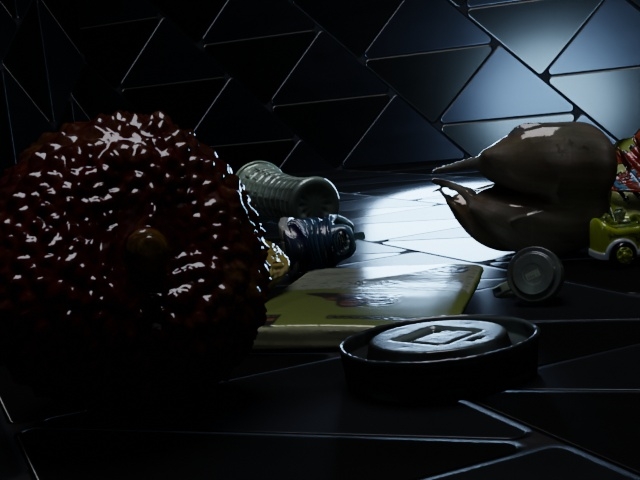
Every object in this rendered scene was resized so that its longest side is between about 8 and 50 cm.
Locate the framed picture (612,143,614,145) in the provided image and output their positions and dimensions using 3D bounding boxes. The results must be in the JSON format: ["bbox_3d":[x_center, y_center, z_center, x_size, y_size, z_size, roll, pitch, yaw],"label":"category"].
[{"bbox_3d":[0.440,-0.097,1.866,0.211,0.020,0.289,-4,29,20],"label":"framed picture"}]

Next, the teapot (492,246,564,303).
[{"bbox_3d":[0.249,0.047,1.240,0.088,0.066,0.057,-27,-21,22],"label":"teapot"}]

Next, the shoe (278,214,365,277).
[{"bbox_3d":[0.000,0.000,1.618,0.106,0.091,0.207,-9,3,22],"label":"shoe"}]

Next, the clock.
[{"bbox_3d":[0.109,0.106,0.961,0.184,0.040,0.184,-7,7,1],"label":"clock"}]

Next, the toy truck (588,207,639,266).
[{"bbox_3d":[0.420,-0.010,1.415,0.111,0.077,0.076,-7,8,-7],"label":"toy truck"}]

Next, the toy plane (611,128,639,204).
[{"bbox_3d":[0.515,-0.084,1.590,0.130,0.189,0.061,-36,-24,7],"label":"toy plane"}]

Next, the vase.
[{"bbox_3d":[-0.074,-0.088,2.189,0.143,0.143,0.299,-10,11,-24],"label":"vase"}]

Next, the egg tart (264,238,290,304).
[{"bbox_3d":[-0.170,0.064,1.319,0.279,0.095,0.279,-9,13,2],"label":"egg tart"}]

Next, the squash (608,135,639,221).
[{"bbox_3d":[0.537,-0.091,1.660,0.237,0.155,0.204,-7,6,-13],"label":"squash"}]

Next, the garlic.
[{"bbox_3d":[0.322,-0.081,1.567,0.292,0.210,0.237,0,12,-21],"label":"garlic"}]

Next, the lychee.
[{"bbox_3d":[-0.176,0.024,0.943,0.276,0.275,0.304,-10,-4,-23],"label":"lychee"}]

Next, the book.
[{"bbox_3d":[0.062,0.073,1.265,0.239,0.035,0.352,-2,8,15],"label":"book"}]
